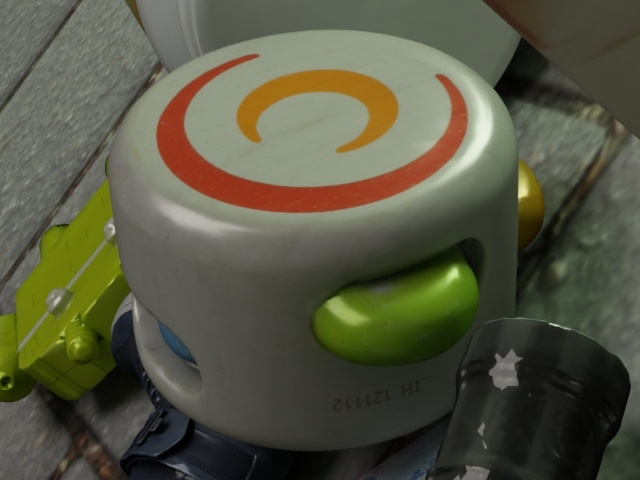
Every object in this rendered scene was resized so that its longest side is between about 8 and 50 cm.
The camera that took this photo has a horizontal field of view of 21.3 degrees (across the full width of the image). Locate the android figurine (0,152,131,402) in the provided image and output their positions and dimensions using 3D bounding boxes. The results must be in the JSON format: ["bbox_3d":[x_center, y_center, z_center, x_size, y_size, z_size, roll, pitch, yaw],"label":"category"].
[{"bbox_3d":[-0.150,0.011,1.186,0.248,0.056,0.273,-49,18,8],"label":"android figurine"}]

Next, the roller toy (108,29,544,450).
[{"bbox_3d":[0.000,0.000,0.822,0.191,0.146,0.209,9,39,17],"label":"roller toy"}]

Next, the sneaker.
[{"bbox_3d":[-0.085,0.110,0.955,0.226,0.086,0.163,-2,53,56],"label":"sneaker"}]

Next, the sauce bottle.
[{"bbox_3d":[0.037,0.189,0.629,0.111,0.111,0.344,-18,44,50],"label":"sauce bottle"}]

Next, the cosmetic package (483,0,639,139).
[{"bbox_3d":[0.197,-0.159,0.533,0.296,0.129,0.153,-28,35,43],"label":"cosmetic package"}]

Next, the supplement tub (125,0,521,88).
[{"bbox_3d":[-0.015,-0.191,1.047,0.228,0.228,0.316,-49,26,8],"label":"supplement tub"}]

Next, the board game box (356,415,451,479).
[{"bbox_3d":[0.045,0.133,0.788,0.090,0.020,0.090,-38,30,29],"label":"board game box"}]
